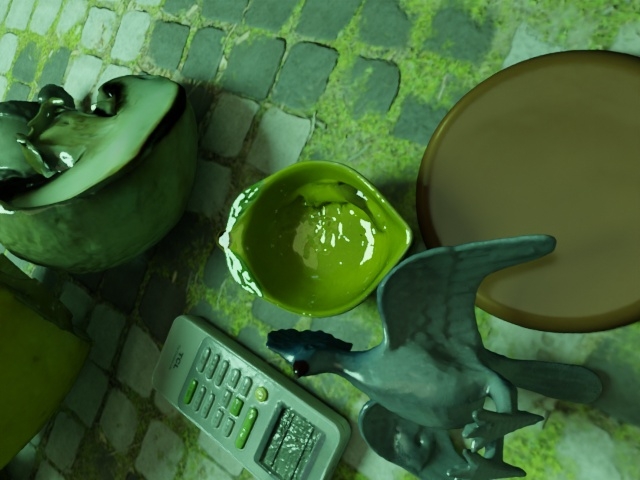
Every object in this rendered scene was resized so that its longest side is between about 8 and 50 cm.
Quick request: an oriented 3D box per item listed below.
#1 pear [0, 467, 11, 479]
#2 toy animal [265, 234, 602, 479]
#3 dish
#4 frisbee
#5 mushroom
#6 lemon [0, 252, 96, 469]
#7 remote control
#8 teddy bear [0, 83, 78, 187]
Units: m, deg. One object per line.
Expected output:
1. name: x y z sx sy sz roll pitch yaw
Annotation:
1. pear: -0.558 0.372 0.645 0.228 0.211 0.188 19 73 41
2. toy animal: 0.092 0.100 0.371 0.176 0.255 0.239 -129 46 -61
3. dish: 0.000 0.000 0.468 0.207 0.080 0.149 2 88 26
4. frisbee: 0.204 -0.046 0.401 0.250 0.021 0.251 -3 83 28
5. mushroom: -0.242 -0.072 0.560 0.189 0.164 0.267 -3 45 4
6. lemon: -0.483 0.151 0.517 0.363 0.364 0.365 -4 81 27
7. remote control: -0.088 0.180 0.514 0.250 0.034 0.103 27 96 27
8. teddy bear: -0.471 -0.111 0.696 0.171 0.144 0.251 -12 75 40
